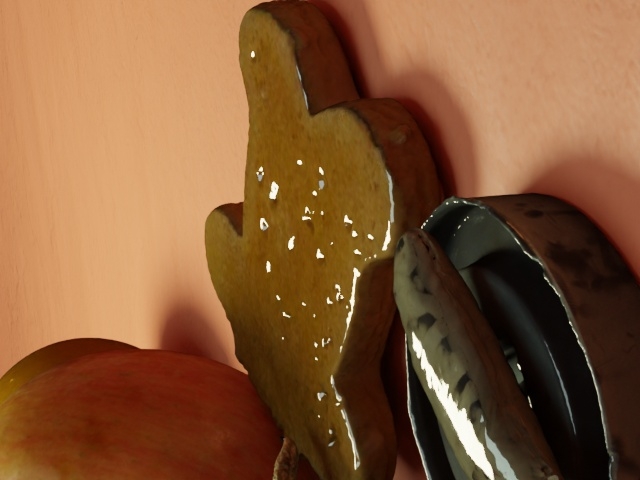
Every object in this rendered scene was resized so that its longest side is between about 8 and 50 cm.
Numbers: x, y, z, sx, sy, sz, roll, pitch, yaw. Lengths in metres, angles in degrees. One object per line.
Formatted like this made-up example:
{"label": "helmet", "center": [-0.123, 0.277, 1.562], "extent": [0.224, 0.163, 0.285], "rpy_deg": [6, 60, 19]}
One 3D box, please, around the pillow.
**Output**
{"label": "pillow", "center": [0.101, 0.104, 1.280], "extent": [0.093, 0.051, 0.241], "rpy_deg": [103, 147, -50]}

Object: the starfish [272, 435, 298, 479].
{"label": "starfish", "center": [0.014, 0.370, 1.626], "extent": [0.084, 0.293, 0.301], "rpy_deg": [-27, 31, 33]}

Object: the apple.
{"label": "apple", "center": [-0.192, 0.296, 1.858], "extent": [0.391, 0.346, 0.391], "rpy_deg": [19, -90, -88]}

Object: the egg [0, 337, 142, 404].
{"label": "egg", "center": [-0.270, 0.255, 2.206], "extent": [0.351, 0.282, 0.283], "rpy_deg": [-171, 70, -80]}

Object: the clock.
{"label": "clock", "center": [0.150, 0.122, 1.331], "extent": [0.325, 0.067, 0.325], "rpy_deg": [168, 90, -70]}

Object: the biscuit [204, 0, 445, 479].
{"label": "biscuit", "center": [0.000, 0.000, 1.664], "extent": [0.368, 0.076, 0.394], "rpy_deg": [-125, 34, -47]}
